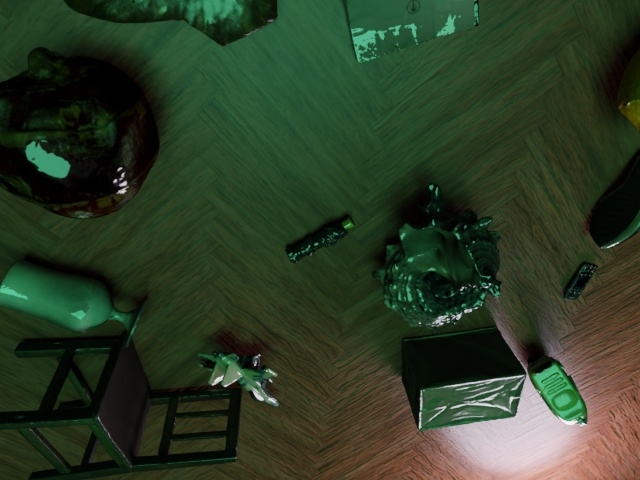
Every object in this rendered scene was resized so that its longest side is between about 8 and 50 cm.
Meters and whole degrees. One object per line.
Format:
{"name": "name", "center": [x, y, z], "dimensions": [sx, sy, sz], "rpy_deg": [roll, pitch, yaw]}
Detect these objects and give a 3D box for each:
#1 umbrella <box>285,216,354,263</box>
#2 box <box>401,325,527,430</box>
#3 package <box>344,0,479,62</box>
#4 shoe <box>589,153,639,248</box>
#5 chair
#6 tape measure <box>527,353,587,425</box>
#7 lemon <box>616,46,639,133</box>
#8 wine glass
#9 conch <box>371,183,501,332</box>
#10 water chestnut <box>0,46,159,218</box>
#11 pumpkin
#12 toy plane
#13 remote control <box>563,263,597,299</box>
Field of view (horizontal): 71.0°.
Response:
{"name": "umbrella", "center": [0.000, 0.000, 0.846], "dimensions": [0.143, 0.037, 0.040], "rpy_deg": [-29, 108, 15]}
{"name": "box", "center": [0.314, 0.314, 1.023], "dimensions": [0.231, 0.149, 0.156], "rpy_deg": [-6, 122, -3]}
{"name": "package", "center": [0.122, -0.392, 0.605], "dimensions": [0.203, 0.062, 0.251], "rpy_deg": [-15, 136, 2]}
{"name": "shoe", "center": [0.621, -0.075, 0.851], "dimensions": [0.112, 0.099, 0.228], "rpy_deg": [11, 120, -23]}
{"name": "chair", "center": [-0.389, 0.331, 0.910], "dimensions": [0.415, 0.203, 0.241], "rpy_deg": [-6, 124, -2]}
{"name": "tape measure", "center": [0.566, 0.353, 1.080], "dimensions": [0.087, 0.154, 0.178], "rpy_deg": [-32, 91, 10]}
{"name": "lemon", "center": [0.563, -0.249, 0.683], "dimensions": [0.180, 0.181, 0.193], "rpy_deg": [-3, 128, -6]}
{"name": "wine glass", "center": [-0.448, 0.114, 0.823], "dimensions": [0.230, 0.103, 0.103], "rpy_deg": [21, 118, -16]}
{"name": "conch", "center": [0.215, 0.044, 0.839], "dimensions": [0.240, 0.186, 0.313], "rpy_deg": [-2, 142, 1]}
{"name": "water chestnut", "center": [-0.336, -0.126, 0.618], "dimensions": [0.223, 0.224, 0.238], "rpy_deg": [1, 138, -8]}
{"name": "pumpkin", "center": [-0.158, -0.373, 0.552], "dimensions": [0.258, 0.095, 0.290], "rpy_deg": [11, 130, -28]}
{"name": "toy plane", "center": [-0.157, 0.303, 0.996], "dimensions": [0.192, 0.088, 0.262], "rpy_deg": [-5, 148, 28]}
{"name": "remote control", "center": [0.574, 0.091, 0.995], "dimensions": [0.039, 0.014, 0.096], "rpy_deg": [9, 120, -13]}
